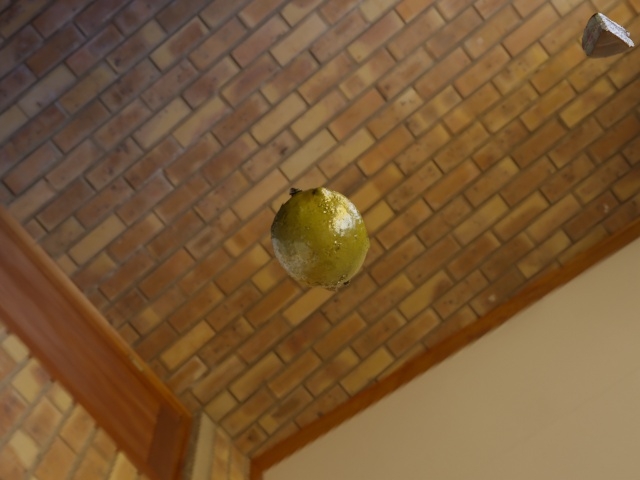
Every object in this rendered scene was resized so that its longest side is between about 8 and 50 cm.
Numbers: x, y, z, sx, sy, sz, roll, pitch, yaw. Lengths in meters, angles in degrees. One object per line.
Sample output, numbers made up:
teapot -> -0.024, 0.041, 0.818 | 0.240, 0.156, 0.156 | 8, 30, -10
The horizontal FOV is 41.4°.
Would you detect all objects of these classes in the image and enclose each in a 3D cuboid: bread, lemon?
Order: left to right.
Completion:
lemon -> 0.000, 0.000, 1.540 | 0.173, 0.206, 0.173 | -20, -161, 7
bread -> 0.433, -0.308, 1.306 | 0.109, 0.043, 0.062 | 7, 151, -44
